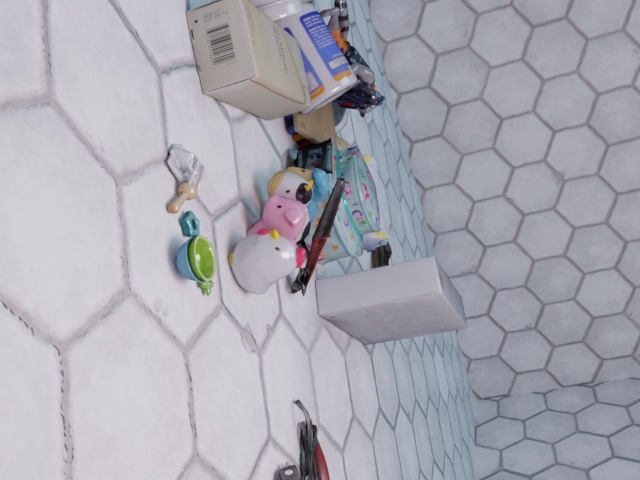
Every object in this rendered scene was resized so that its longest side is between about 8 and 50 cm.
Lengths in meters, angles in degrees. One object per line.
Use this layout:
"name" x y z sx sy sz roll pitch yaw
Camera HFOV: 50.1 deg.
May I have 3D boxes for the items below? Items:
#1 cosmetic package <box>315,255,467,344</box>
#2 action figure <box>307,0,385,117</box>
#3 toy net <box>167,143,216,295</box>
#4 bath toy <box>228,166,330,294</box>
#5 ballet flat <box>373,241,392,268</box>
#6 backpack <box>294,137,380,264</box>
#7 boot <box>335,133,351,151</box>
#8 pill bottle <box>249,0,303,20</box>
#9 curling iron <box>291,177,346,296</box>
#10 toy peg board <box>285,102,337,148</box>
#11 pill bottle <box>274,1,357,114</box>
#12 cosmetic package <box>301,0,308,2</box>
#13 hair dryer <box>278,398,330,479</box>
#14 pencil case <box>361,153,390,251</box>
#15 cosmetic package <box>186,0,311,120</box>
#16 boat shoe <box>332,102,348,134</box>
"cosmetic package" 0.186 0.160 1.680 0.377 0.284 0.098 44 35 -62
"action figure" 0.076 -0.451 1.717 0.341 0.178 0.330 32 -20 49
"toy net" -0.184 -0.040 1.036 0.122 0.045 0.232 39 41 -64
"bath toy" -0.065 -0.031 1.277 0.348 0.128 0.152 -68 142 -61
"ballet flat" 0.191 0.061 2.186 0.084 0.058 0.250 41 28 -28
"backpack" 0.033 -0.078 1.555 0.225 0.191 0.254 61 28 -45
"boot" 0.045 -0.175 1.797 0.203 0.095 0.262 34 44 -67
"pill bottle" -0.140 -0.600 1.360 0.181 0.181 0.323 -64 138 -64
"curling iron" 0.000 0.000 1.353 0.068 0.035 0.274 -72 -175 -65
"toy peg board" -0.041 -0.297 1.677 0.160 0.079 0.161 24 53 -50
"pill bottle" -0.046 -0.437 1.547 0.272 0.152 0.152 59 19 -5
"cosmetic package" -0.073 -0.657 1.615 0.151 0.183 0.152 60 24 -44
"hair dryer" 0.016 0.457 1.258 0.224 0.080 0.294 -70 144 -62
"pencil case" 0.117 -0.109 1.935 0.113 0.124 0.273 33 45 -66
"cosmetic package" -0.128 -0.344 1.333 0.309 0.113 0.160 -7 84 -72
"boat shoe" 0.051 -0.357 1.971 0.226 0.083 0.076 -84 154 -49
